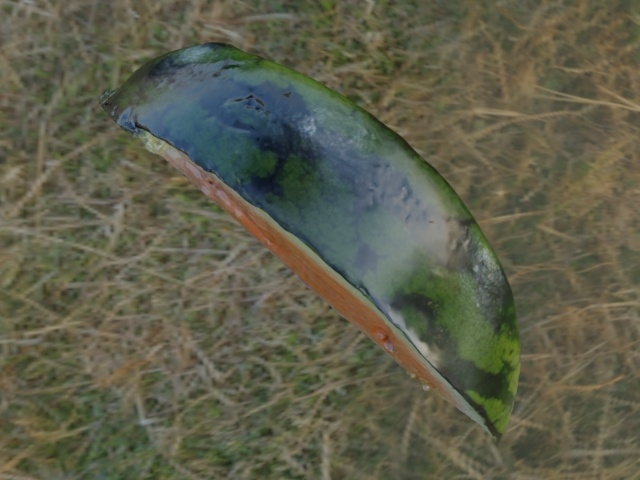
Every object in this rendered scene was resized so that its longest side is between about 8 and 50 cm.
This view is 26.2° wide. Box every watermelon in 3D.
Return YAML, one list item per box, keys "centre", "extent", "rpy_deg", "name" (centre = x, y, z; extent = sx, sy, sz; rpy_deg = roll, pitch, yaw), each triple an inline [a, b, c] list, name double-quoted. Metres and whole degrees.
- centre: [0.003, -0.004, 0.609]
  extent: [0.245, 0.119, 0.063]
  rpy_deg: [38, 68, 0]
  name: "watermelon"
